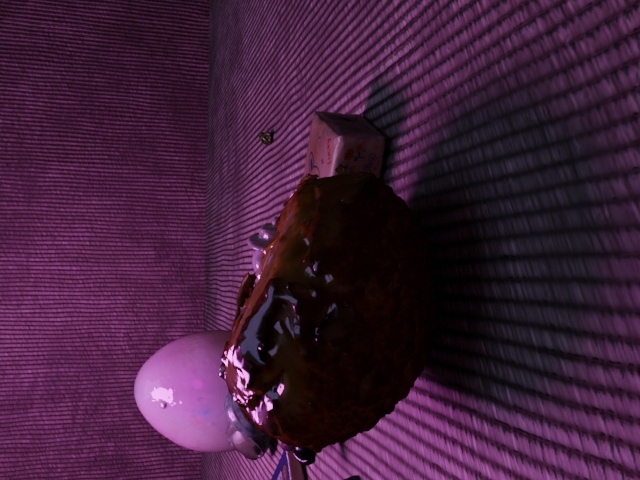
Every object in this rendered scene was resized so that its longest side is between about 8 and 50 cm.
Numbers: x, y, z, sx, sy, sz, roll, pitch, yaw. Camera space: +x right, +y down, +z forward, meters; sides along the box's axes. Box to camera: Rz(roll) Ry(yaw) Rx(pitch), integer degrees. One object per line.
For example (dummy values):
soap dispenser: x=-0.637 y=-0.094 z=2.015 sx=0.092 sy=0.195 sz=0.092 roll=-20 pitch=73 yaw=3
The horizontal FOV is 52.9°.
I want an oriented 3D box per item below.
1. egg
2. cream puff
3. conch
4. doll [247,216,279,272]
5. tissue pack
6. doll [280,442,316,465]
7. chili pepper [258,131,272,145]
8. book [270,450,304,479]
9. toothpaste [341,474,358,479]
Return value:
egg: x=-0.373 y=0.442 z=1.898 sx=0.354 sy=0.340 sz=0.354 roll=-177 pitch=90 yaw=-74
cream puff: x=0.020 y=0.086 z=0.763 sx=0.350 sy=0.229 sz=0.350 roll=-156 pitch=90 yaw=-83
conch: x=-0.169 y=0.440 z=1.583 sx=0.176 sy=0.122 sz=0.188 roll=62 pitch=156 yaw=19
doll: x=-0.104 y=0.089 z=1.393 sx=0.119 sy=0.138 sz=0.293 roll=17 pitch=112 yaw=31
tissue pack: x=0.028 y=-0.086 z=0.994 sx=0.148 sy=0.092 sz=0.196 roll=-121 pitch=35 yaw=-61
doll: x=-0.044 y=0.295 z=1.166 sx=0.257 sy=0.117 sz=0.182 roll=166 pitch=111 yaw=-76
chili pepper: x=-0.145 y=-0.275 z=1.729 sx=0.030 sy=0.034 sz=0.091 roll=-54 pitch=17 yaw=-1
book: x=-0.081 y=0.670 z=1.396 sx=0.428 sy=0.039 sz=0.300 roll=109 pitch=156 yaw=-47
toothpaste: x=0.019 y=0.428 z=1.078 sx=0.196 sy=0.040 sz=0.047 roll=123 pitch=142 yaw=-60
